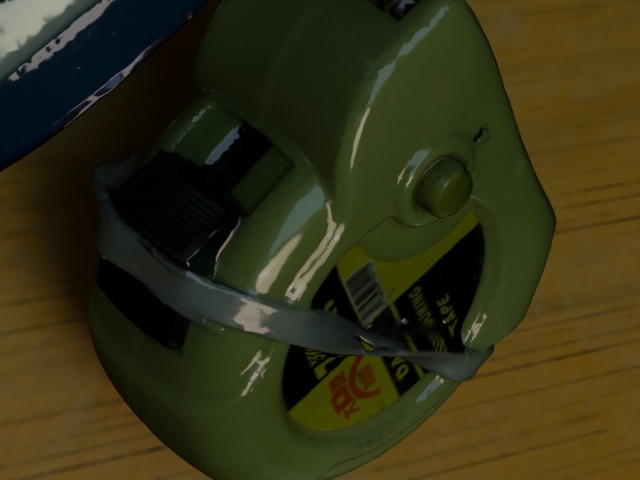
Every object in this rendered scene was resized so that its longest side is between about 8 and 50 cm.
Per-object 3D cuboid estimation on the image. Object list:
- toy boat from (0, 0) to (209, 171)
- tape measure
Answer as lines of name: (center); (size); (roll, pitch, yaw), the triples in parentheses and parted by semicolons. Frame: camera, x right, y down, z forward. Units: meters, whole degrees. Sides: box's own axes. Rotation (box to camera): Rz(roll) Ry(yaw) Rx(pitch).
toy boat: (-0.047, -0.131, 0.623); (0.299, 0.096, 0.062); (-49, 129, -12)
tape measure: (0.000, 0.000, 0.657); (0.175, 0.106, 0.200); (-46, 148, -7)
